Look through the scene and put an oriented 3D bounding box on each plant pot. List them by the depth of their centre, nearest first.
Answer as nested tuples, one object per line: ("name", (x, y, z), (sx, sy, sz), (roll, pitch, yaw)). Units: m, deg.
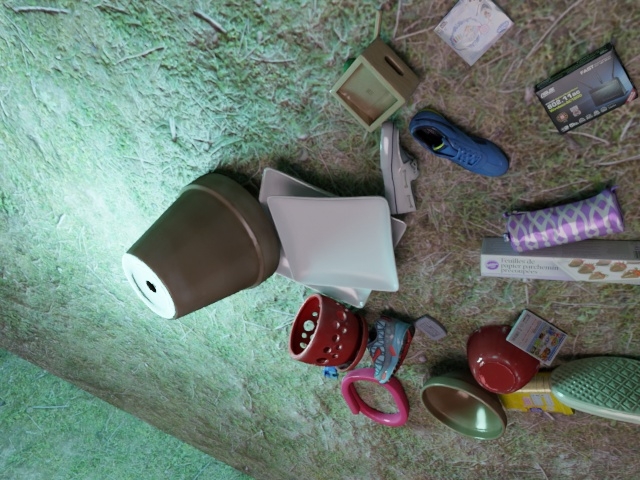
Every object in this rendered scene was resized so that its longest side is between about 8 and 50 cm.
("plant pot", (-0.310, 0.039, 1.104), (0.323, 0.280, 0.323), (26, 137, 27))
("plant pot", (0.028, 0.259, 1.242), (0.174, 0.191, 0.191), (22, 137, -20))
("plant pot", (0.412, 0.444, 1.265), (0.237, 0.110, 0.237), (23, 140, 21))

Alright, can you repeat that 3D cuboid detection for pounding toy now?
("pounding toy", (0.098, -0.302, 0.808), (0.141, 0.100, 0.130), (43, 147, -10))

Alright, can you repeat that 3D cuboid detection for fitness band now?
("fitness band", (0.186, 0.529, 1.505), (0.209, 0.054, 0.291), (-6, 126, 26))

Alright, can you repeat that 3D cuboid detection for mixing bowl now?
("mixing bowl", (0.450, 0.315, 1.124), (0.181, 0.098, 0.182), (12, 116, 25))

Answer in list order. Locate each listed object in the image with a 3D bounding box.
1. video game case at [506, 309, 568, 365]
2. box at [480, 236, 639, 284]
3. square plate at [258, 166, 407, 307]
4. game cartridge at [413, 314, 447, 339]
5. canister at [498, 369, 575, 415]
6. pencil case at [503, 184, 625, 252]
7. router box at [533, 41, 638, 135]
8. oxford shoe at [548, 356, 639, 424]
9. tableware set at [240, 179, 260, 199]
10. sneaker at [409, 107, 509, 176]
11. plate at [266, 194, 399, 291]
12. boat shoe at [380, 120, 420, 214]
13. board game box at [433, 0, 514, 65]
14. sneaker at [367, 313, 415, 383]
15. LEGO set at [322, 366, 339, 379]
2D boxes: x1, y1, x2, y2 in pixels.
("video game case", (0.521, 0.234, 1.075), (0.122, 0.011, 0.087), (31, 91, -2))
("box", (0.502, 0.039, 0.918), (0.323, 0.067, 0.063), (1, 128, 24))
("square plate", (0.000, 0.000, 1.123), (0.347, 0.049, 0.344), (22, 135, 3))
("game cartridge", (0.302, 0.237, 1.219), (0.083, 0.017, 0.056), (40, 137, -11))
("canister", (0.571, 0.405, 1.195), (0.169, 0.073, 0.126), (-14, 121, 35))
("pencil case", (0.465, -0.037, 0.862), (0.206, 0.086, 0.088), (-14, 87, 33))
("router box", (0.429, -0.243, 0.726), (0.122, 0.038, 0.092), (-28, 112, 40))
("oxford shoe", (0.765, 0.359, 1.004), (0.449, 0.169, 0.130), (-4, 128, 22))
("tableware set", (-0.187, -0.089, 1.166), (0.141, 0.020, 0.169), (-16, 120, 35))
("sneaker", (0.258, -0.169, 0.843), (0.209, 0.082, 0.069), (30, 133, -3))
("plate", (0.038, 0.000, 1.039), (0.277, 0.045, 0.277), (3, 131, 21))
("boat shoe", (0.166, -0.148, 0.918), (0.075, 0.083, 0.226), (0, 141, 13))
("board game box", (0.249, -0.351, 0.731), (0.090, 0.020, 0.090), (39, 133, -9))
("sneaker", (0.188, 0.306, 1.295), (0.125, 0.104, 0.262), (30, 133, 23))
("LEGO set", (0.011, 0.357, 1.412), (0.093, 0.087, 0.227), (6, 129, 21))
